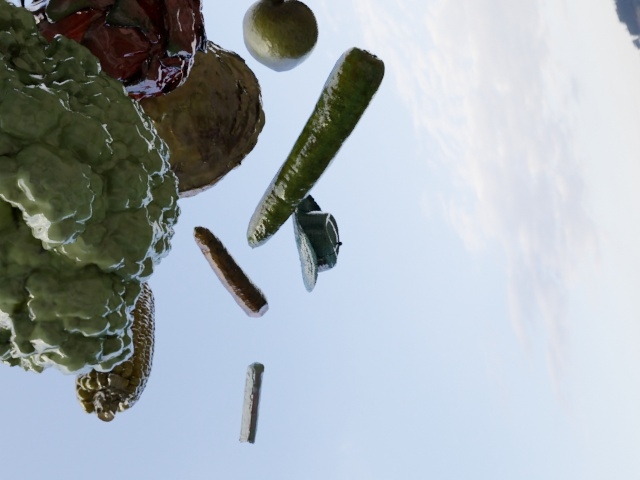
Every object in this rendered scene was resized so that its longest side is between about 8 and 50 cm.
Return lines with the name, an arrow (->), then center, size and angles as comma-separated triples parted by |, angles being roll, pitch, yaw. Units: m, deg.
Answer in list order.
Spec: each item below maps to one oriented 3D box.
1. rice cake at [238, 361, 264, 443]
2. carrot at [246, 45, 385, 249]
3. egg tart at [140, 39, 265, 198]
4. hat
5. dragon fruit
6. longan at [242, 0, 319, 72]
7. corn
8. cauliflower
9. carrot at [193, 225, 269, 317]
rice cake -> -0.149, 0.355, 1.120 | 0.033, 0.033, 0.207 | -15, -61, -49
carrot -> -0.020, -0.122, 0.783 | 0.074, 0.358, 0.074 | 28, -156, -14
egg tart -> -0.256, -0.223, 0.783 | 0.352, 0.150, 0.352 | 2, -117, -3
hat -> 0.000, 0.000, 0.926 | 0.138, 0.078, 0.191 | -78, -18, -59
dragon fruit -> -0.220, -0.235, 0.568 | 0.182, 0.189, 0.182 | -1, -90, -89
longan -> -0.083, -0.441, 1.075 | 0.155, 0.145, 0.176 | -13, -58, -26
corn -> -0.352, 0.181, 0.923 | 0.119, 0.119, 0.322 | 43, -159, -30
cauliflower -> -0.262, -0.032, 0.417 | 0.327, 0.281, 0.260 | 64, 174, 3
carrot -> -0.193, 0.071, 1.135 | 0.314, 0.066, 0.066 | 64, -148, -45
